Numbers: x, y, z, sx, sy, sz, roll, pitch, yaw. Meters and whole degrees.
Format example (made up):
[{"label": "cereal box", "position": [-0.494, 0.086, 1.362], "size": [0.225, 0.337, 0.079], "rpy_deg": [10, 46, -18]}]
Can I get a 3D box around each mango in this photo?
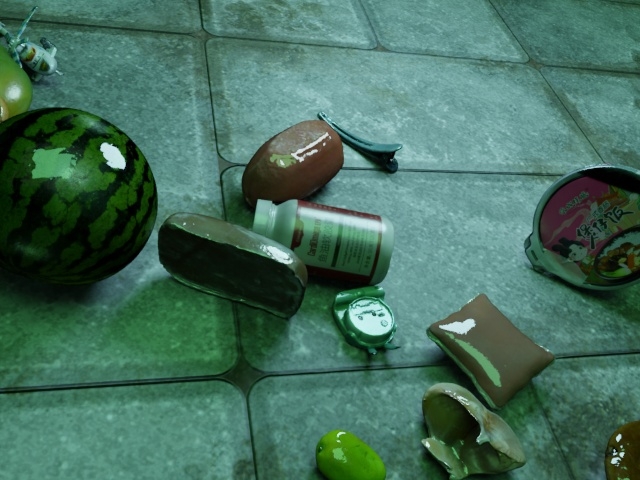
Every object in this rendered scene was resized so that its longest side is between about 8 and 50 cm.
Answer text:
[{"label": "mango", "position": [0.044, 0.319, 0.896], "size": [0.108, 0.056, 0.073], "rpy_deg": [22, 52, 1]}, {"label": "mango", "position": [-0.666, -0.317, 1.231], "size": [0.156, 0.114, 0.251], "rpy_deg": [-31, 67, -9]}]

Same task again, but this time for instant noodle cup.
[{"label": "instant noodle cup", "position": [0.576, -0.050, 1.276], "size": [0.302, 0.258, 0.181], "rpy_deg": [-13, 15, 29]}]

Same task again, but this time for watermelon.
[{"label": "watermelon", "position": [-0.402, -0.065, 0.975], "size": [0.285, 0.285, 0.285], "rpy_deg": [8, 47, -9]}]

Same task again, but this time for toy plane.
[{"label": "toy plane", "position": [-0.668, -0.423, 1.381], "size": [0.273, 0.107, 0.182], "rpy_deg": [16, 83, 35]}]

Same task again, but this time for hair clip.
[{"label": "hair clip", "position": [0.082, -0.232, 1.425], "size": [0.229, 0.070, 0.039], "rpy_deg": [29, 50, 22]}]

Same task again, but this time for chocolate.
[{"label": "chocolate", "position": [-0.138, 0.028, 1.040], "size": [0.254, 0.157, 0.080], "rpy_deg": [19, 50, 1]}]

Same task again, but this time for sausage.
[{"label": "sausage", "position": [-0.048, -0.155, 1.256], "size": [0.148, 0.148, 0.254], "rpy_deg": [35, 46, 17]}]

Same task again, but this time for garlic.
[{"label": "garlic", "position": [0.229, 0.289, 0.955], "size": [0.124, 0.099, 0.174], "rpy_deg": [-12, 51, -44]}]

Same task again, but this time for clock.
[{"label": "clock", "position": [0.086, 0.143, 1.080], "size": [0.101, 0.041, 0.135], "rpy_deg": [-9, 51, -23]}]

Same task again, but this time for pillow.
[{"label": "pillow", "position": [0.289, 0.186, 1.075], "size": [0.171, 0.075, 0.179], "rpy_deg": [-26, 60, -34]}]

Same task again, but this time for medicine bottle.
[{"label": "medicine bottle", "position": [0.000, 0.000, 1.127], "size": [0.250, 0.131, 0.131], "rpy_deg": [11, 46, -7]}]

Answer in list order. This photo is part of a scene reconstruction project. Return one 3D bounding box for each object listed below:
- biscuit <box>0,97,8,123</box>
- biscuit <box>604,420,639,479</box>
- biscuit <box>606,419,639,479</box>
[{"label": "biscuit", "position": [-0.683, -0.192, 1.129], "size": [0.250, 0.036, 0.165], "rpy_deg": [-1, 80, 6]}, {"label": "biscuit", "position": [0.530, 0.366, 0.935], "size": [0.212, 0.036, 0.212], "rpy_deg": [8, 47, -9]}, {"label": "biscuit", "position": [0.567, 0.417, 0.956], "size": [0.269, 0.051, 0.376], "rpy_deg": [27, 46, 11]}]
